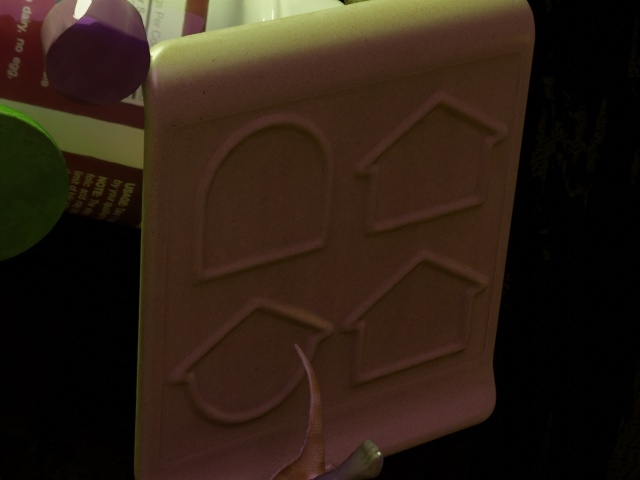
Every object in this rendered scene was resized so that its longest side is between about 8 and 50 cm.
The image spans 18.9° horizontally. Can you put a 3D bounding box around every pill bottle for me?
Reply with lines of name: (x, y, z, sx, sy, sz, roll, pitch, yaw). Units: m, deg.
pill bottle: (-0.189, -0.134, 1.426, 0.392, 0.224, 0.224, 13, 49, -14)

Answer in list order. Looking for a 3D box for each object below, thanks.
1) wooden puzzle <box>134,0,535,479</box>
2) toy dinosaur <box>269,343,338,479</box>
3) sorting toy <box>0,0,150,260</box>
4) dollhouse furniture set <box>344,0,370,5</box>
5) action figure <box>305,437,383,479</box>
wooden puzzle: (0.000, 0.000, 1.367, 0.322, 0.348, 0.080, -15, 29, -33)
toy dinosaur: (-0.007, 0.172, 1.326, 0.092, 0.053, 0.183, 27, 79, -46)
sorting toy: (-0.251, -0.053, 1.272, 0.127, 0.365, 0.126, 32, 26, -34)
dollhouse furniture set: (0.042, -0.280, 1.785, 0.144, 0.123, 0.151, -18, 97, -34)
action figure: (-0.083, 0.305, 1.198, 0.330, 0.178, 0.341, -11, 87, -24)
